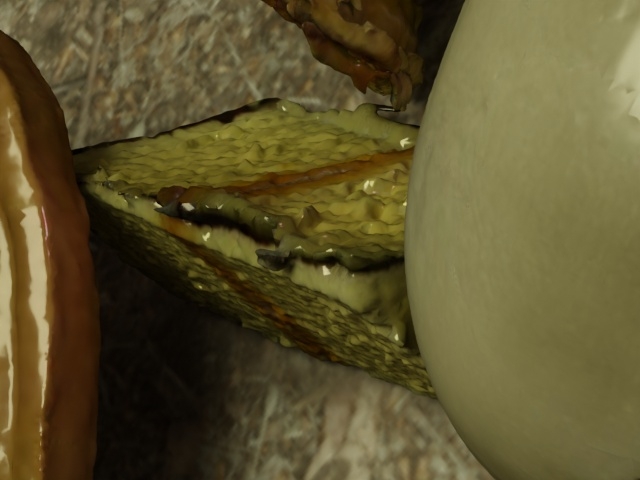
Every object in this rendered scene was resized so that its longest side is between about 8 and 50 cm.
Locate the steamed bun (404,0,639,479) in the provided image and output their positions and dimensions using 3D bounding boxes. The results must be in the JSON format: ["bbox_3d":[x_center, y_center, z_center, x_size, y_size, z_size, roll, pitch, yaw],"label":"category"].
[{"bbox_3d":[0.157,-0.043,0.663,0.206,0.324,0.324,31,92,20],"label":"steamed bun"}]

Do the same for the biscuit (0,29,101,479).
[{"bbox_3d":[-0.245,0.076,0.970,0.365,0.062,0.385,-14,75,43],"label":"biscuit"}]

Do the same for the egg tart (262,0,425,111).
[{"bbox_3d":[-0.033,-0.179,0.919,0.095,0.279,0.279,-46,49,9],"label":"egg tart"}]

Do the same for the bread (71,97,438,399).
[{"bbox_3d":[0.000,0.000,0.914,0.178,0.142,0.266,-31,35,-30],"label":"bread"}]
